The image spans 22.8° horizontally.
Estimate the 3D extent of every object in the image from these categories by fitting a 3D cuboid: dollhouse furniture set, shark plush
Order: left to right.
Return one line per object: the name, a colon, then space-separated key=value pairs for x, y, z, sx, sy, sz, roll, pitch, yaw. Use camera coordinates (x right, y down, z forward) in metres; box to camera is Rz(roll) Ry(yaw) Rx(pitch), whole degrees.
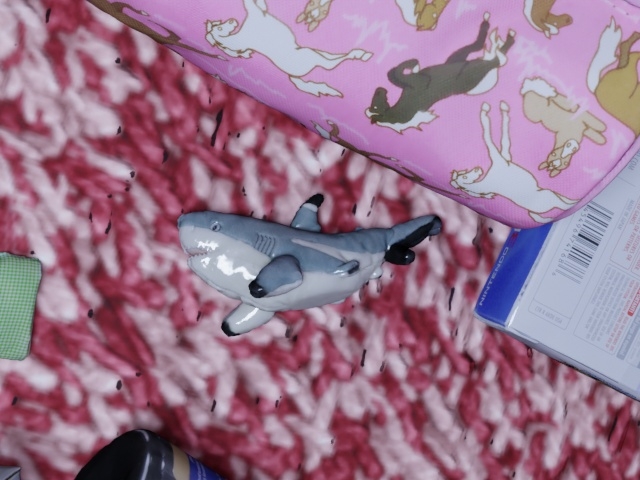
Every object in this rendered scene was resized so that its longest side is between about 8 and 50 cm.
dollhouse furniture set: x=-0.196 y=0.080 z=0.873 sx=0.076 sy=0.058 sz=0.152 roll=7 pitch=94 yaw=-20
shark plush: x=0.000 y=0.000 z=0.935 sx=0.161 sy=0.073 sz=0.067 roll=-15 pitch=71 yaw=-12

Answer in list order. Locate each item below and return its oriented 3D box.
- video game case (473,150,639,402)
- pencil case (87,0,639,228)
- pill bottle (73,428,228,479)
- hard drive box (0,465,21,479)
video game case: x=0.261 y=-0.018 z=1.015 sx=0.244 sy=0.061 sz=0.269 roll=27 pitch=88 yaw=-18
pencil case: x=0.001 y=-0.153 z=0.860 sx=0.386 sy=0.160 sz=0.167 roll=26 pitch=80 yaw=-19
pill bottle: x=-0.049 y=0.213 z=0.906 sx=0.219 sy=0.123 sz=0.123 roll=37 pitch=84 yaw=-19
hard drive box: x=-0.245 y=0.238 z=0.821 sx=0.181 sy=0.089 sz=0.232 roll=0 pitch=99 yaw=12
